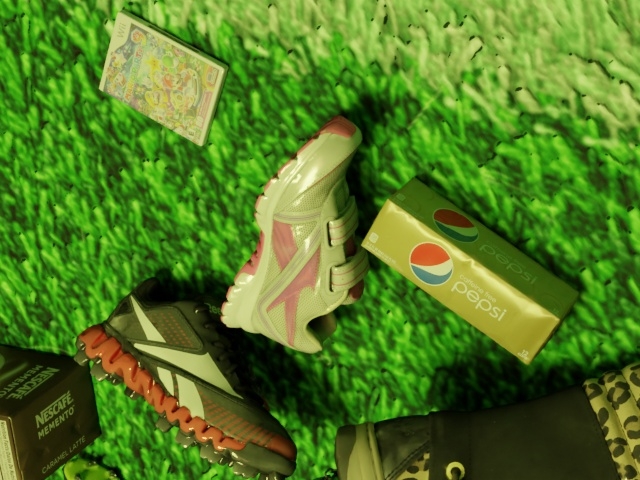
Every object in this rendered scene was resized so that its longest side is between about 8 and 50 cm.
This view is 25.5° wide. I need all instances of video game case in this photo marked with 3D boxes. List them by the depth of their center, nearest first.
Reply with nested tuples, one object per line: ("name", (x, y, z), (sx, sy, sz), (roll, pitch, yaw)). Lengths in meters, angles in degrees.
("video game case", (-0.150, -0.154, 1.339), (0.122, 0.011, 0.087), (30, 124, 15))

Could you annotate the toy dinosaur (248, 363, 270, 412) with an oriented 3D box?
("toy dinosaur", (-0.102, 0.154, 1.420), (0.082, 0.090, 0.047), (-23, 107, -7))

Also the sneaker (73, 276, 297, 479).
("sneaker", (-0.113, 0.128, 1.368), (0.276, 0.097, 0.135), (33, 83, 32))

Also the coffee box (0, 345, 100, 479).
("coffee box", (-0.385, 0.184, 1.551), (0.246, 0.141, 0.098), (6, 115, 26))

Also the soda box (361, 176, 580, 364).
("soda box", (0.131, 0.025, 1.233), (0.181, 0.061, 0.058), (35, 124, 11))

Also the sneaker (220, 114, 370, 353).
("sneaker", (0.000, 0.000, 1.281), (0.111, 0.103, 0.252), (29, 130, 10))

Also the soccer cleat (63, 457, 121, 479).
("soccer cleat", (-0.221, 0.315, 1.570), (0.179, 0.060, 0.072), (40, 127, 4))

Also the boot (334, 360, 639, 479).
("boot", (0.191, 0.300, 1.194), (0.284, 0.138, 0.377), (-18, 86, 1))

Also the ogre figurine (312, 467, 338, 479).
("ogre figurine", (0.091, 0.269, 1.335), (0.197, 0.118, 0.097), (15, 115, 21))
